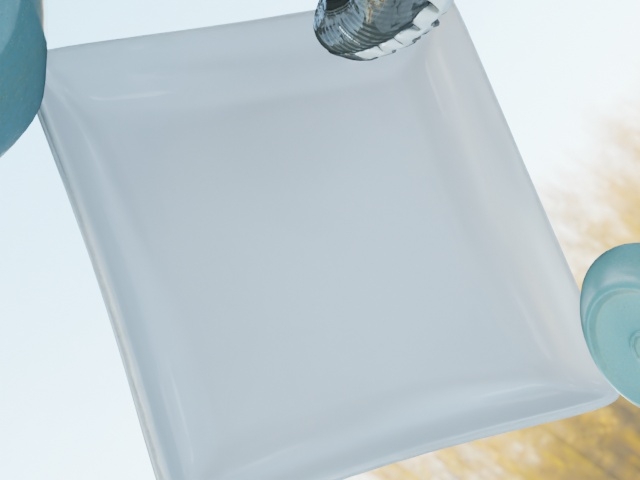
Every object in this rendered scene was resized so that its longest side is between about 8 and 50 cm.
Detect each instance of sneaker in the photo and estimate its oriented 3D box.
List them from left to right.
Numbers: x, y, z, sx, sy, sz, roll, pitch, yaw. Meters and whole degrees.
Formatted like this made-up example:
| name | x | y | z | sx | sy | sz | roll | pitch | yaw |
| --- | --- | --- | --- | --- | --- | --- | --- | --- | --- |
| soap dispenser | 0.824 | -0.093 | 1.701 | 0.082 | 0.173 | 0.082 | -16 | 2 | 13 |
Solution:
| name | x | y | z | sx | sy | sz | roll | pitch | yaw |
| --- | --- | --- | --- | --- | --- | --- | --- | --- | --- |
| sneaker | 0.038 | -0.168 | 0.820 | 0.234 | 0.106 | 0.078 | -36 | 45 | 55 |

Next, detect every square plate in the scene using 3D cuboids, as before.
| name | x | y | z | sx | sy | sz | roll | pitch | yaw |
| --- | --- | --- | --- | --- | --- | --- | --- | --- | --- |
| square plate | 0.000 | 0.000 | 1.142 | 0.347 | 0.344 | 0.049 | -12 | -19 | -25 |

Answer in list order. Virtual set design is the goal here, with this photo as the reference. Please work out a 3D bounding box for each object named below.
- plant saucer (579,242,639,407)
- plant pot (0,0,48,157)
| name | x | y | z | sx | sy | sz | roll | pitch | yaw |
| --- | --- | --- | --- | --- | --- | --- | --- | --- | --- |
| plant saucer | 0.194 | 0.059 | 0.939 | 0.021 | 0.119 | 0.119 | -34 | -26 | -36 |
| plant pot | -0.281 | -0.129 | 1.005 | 0.290 | 0.290 | 0.195 | -48 | -58 | -23 |
